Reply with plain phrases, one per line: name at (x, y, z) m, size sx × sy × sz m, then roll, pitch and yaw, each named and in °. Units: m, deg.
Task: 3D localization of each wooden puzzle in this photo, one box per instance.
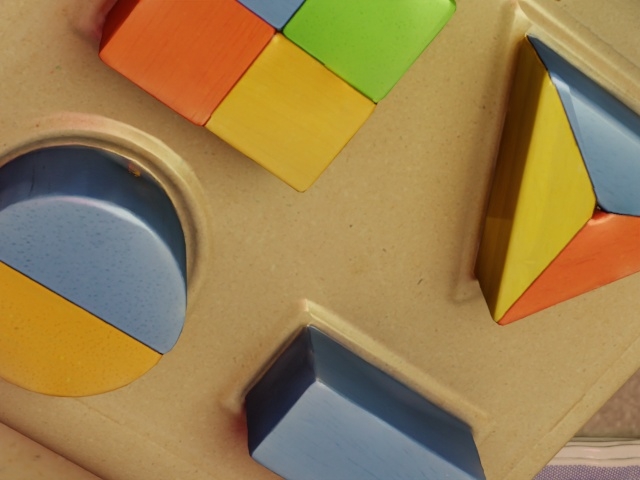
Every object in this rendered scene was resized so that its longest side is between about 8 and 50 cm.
wooden puzzle at (0.000, 0.000, 0.614) m, size 0.322 × 0.080 × 0.348 m, roll 33°, pitch 114°, yaw -20°

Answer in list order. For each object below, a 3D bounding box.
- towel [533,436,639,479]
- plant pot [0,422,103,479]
towel at (0.169, 0.271, 1.047) m, size 0.209 × 0.034 × 0.285 m, roll 3°, pitch 96°, yaw -16°
plant pot at (-0.070, 0.008, 0.822) m, size 0.306 × 0.334 × 0.333 m, roll -23°, pitch 102°, yaw -1°
